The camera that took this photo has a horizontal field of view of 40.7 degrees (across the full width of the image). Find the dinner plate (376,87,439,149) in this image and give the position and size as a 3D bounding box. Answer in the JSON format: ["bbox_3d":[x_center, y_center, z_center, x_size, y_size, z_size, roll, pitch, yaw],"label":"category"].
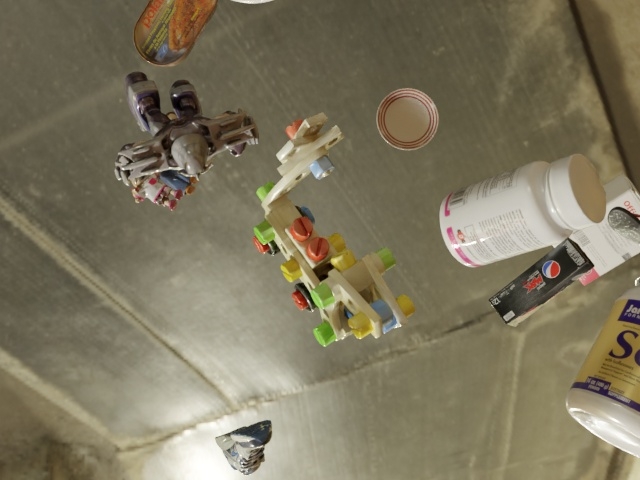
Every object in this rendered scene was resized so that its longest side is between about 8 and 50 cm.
[{"bbox_3d":[0.196,-0.273,1.950,0.141,0.141,0.017,-8,177,-4],"label":"dinner plate"}]

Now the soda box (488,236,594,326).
[{"bbox_3d":[0.363,0.070,1.419,0.169,0.053,0.060,-41,155,17],"label":"soda box"}]

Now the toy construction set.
[{"bbox_3d":[0.000,0.000,1.182,0.151,0.328,0.215,-17,164,-13],"label":"toy construction set"}]

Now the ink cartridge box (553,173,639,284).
[{"bbox_3d":[0.652,-0.025,1.988,0.218,0.092,0.158,-34,113,20],"label":"ink cartridge box"}]

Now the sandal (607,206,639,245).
[{"bbox_3d":[0.627,-0.021,1.686,0.179,0.040,0.067,32,160,-22],"label":"sandal"}]

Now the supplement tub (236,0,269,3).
[{"bbox_3d":[-0.119,-0.574,1.507,0.191,0.272,0.191,1,154,1],"label":"supplement tub"}]

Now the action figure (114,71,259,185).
[{"bbox_3d":[-0.178,-0.138,1.112,0.185,0.285,0.099,-10,118,-14],"label":"action figure"}]

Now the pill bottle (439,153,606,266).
[{"bbox_3d":[0.384,-0.057,1.649,0.283,0.160,0.160,-20,142,41],"label":"pill bottle"}]

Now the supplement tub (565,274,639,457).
[{"bbox_3d":[0.650,0.237,1.670,0.241,0.241,0.331,43,73,-42],"label":"supplement tub"}]

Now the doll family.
[{"bbox_3d":[-0.362,-0.195,2.125,0.263,0.163,0.118,-60,161,-1],"label":"doll family"}]

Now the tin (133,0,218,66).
[{"bbox_3d":[-0.258,-0.400,1.544,0.106,0.040,0.190,33,93,-4],"label":"tin"}]

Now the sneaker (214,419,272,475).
[{"bbox_3d":[-0.086,0.260,1.074,0.052,0.058,0.135,-17,171,-25],"label":"sneaker"}]
